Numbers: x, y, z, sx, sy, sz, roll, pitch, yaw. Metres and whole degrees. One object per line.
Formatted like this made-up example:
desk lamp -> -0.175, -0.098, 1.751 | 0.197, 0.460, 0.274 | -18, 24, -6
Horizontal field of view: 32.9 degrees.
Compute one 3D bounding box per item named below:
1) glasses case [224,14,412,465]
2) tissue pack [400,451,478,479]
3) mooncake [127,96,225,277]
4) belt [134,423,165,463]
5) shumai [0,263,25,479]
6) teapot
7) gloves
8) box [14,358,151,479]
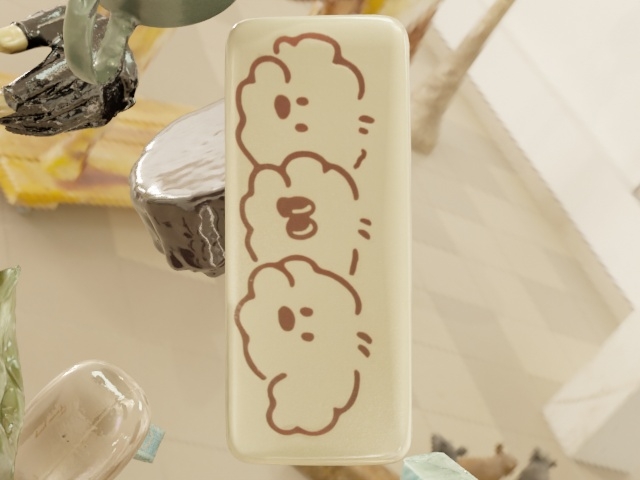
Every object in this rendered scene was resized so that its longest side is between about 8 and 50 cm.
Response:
glasses case -> 0.000, 0.000, 0.833 | 0.144, 0.336, 0.076 | -1, -2, 4
tissue pack -> 0.150, 0.423, 1.360 | 0.089, 0.263, 0.177 | -2, 18, -29
mooncake -> -0.092, -0.072, 1.330 | 0.283, 0.283, 0.141 | -93, 160, -58
belt -> -0.352, 0.338, 1.895 | 0.163, 0.147, 0.082 | 35, 67, -36
shumai -> -0.321, 0.096, 0.816 | 0.256, 0.189, 0.218 | 34, 57, -6
teapot -> -0.118, -0.214, 0.775 | 0.162, 0.149, 0.239 | 21, 62, 6
gloves -> -0.272, -0.152, 1.085 | 0.106, 0.129, 0.180 | 32, 50, 12
box -> -0.306, 0.245, 1.357 | 0.146, 0.200, 0.088 | 43, -2, 13
